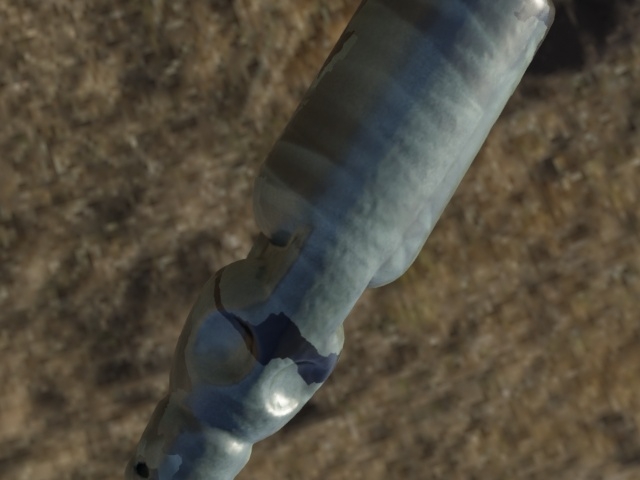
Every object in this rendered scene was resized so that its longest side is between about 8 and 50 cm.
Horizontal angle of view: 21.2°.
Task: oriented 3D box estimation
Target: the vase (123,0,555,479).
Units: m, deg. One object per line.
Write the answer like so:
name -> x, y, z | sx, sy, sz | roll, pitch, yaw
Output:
vase -> 0.000, 0.000, 0.559 | 0.211, 0.060, 0.060 | -59, 149, 1
